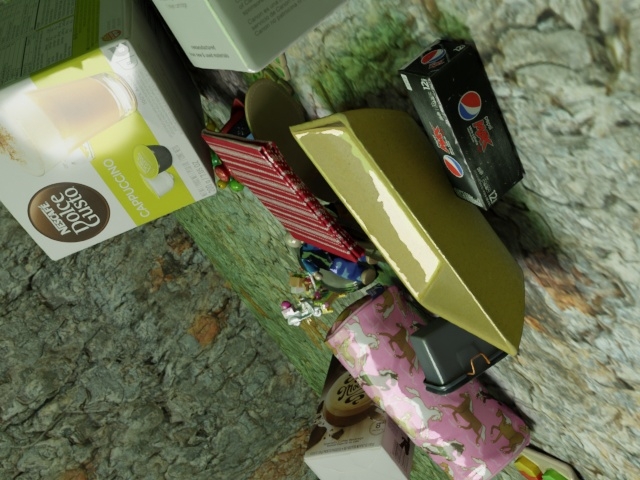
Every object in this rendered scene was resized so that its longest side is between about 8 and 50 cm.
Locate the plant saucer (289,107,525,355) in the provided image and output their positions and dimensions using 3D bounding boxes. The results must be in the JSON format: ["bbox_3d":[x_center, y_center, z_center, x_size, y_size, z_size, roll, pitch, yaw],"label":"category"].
[{"bbox_3d":[0.113,-0.038,0.993,0.333,0.081,0.333,52,174,-12],"label":"plant saucer"}]

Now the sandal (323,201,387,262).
[{"bbox_3d":[0.044,-0.031,1.348,0.219,0.060,0.090,22,159,32],"label":"sandal"}]

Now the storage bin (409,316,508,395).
[{"bbox_3d":[0.206,0.159,1.202,0.091,0.135,0.098,61,164,-7],"label":"storage bin"}]

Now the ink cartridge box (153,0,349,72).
[{"bbox_3d":[-0.072,-0.317,0.604,0.131,0.226,0.306,23,149,58],"label":"ink cartridge box"}]

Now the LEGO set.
[{"bbox_3d":[-0.022,0.084,1.740,0.287,0.132,0.107,-93,-16,-76],"label":"LEGO set"}]

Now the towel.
[{"bbox_3d":[-0.058,-0.073,1.267,0.199,0.031,0.275,20,157,52],"label":"towel"}]

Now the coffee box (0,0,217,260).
[{"bbox_3d":[-0.414,-0.234,1.403,0.338,0.334,0.337,-108,-6,-47],"label":"coffee box"}]

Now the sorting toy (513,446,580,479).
[{"bbox_3d":[0.432,0.459,1.461,0.193,0.038,0.208,54,165,-19],"label":"sorting toy"}]

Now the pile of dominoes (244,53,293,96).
[{"bbox_3d":[-0.140,-0.306,1.213,0.251,0.040,0.196,42,164,30],"label":"pile of dominoes"}]

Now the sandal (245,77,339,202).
[{"bbox_3d":[-0.055,-0.154,1.249,0.240,0.088,0.079,49,168,-31],"label":"sandal"}]

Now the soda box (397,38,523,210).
[{"bbox_3d":[0.144,-0.116,0.803,0.053,0.060,0.169,32,157,54],"label":"soda box"}]

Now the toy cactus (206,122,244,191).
[{"bbox_3d":[-0.203,-0.175,1.671,0.219,0.112,0.180,38,-179,29],"label":"toy cactus"}]

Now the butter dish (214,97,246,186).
[{"bbox_3d":[-0.142,-0.154,1.451,0.160,0.118,0.160,49,167,1],"label":"butter dish"}]

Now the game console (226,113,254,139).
[{"bbox_3d":[-0.086,-0.164,1.336,0.144,0.124,0.085,49,-168,3],"label":"game console"}]

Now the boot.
[{"bbox_3d":[0.000,0.000,1.514,0.246,0.083,0.161,23,142,54],"label":"boot"}]

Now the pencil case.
[{"bbox_3d":[0.186,0.251,1.389,0.386,0.167,0.160,48,-158,5],"label":"pencil case"}]

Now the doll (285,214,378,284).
[{"bbox_3d":[0.017,0.014,1.432,0.189,0.129,0.046,19,-169,31],"label":"doll"}]

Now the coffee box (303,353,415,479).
[{"bbox_3d":[0.095,0.320,1.532,0.168,0.297,0.119,-17,123,28],"label":"coffee box"}]
